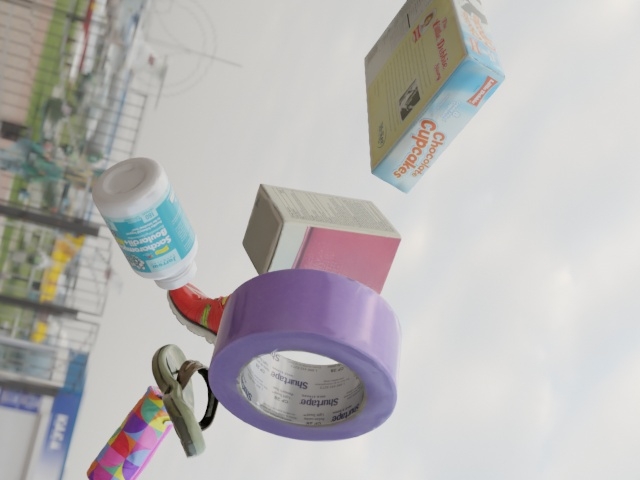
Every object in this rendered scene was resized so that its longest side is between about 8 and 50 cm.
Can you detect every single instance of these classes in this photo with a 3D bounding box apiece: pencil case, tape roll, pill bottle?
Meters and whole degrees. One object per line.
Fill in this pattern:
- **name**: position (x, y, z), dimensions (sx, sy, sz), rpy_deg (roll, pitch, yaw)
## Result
- **pencil case**: position (-0.367, 0.403, 1.886), dimensions (0.236, 0.104, 0.104), rpy_deg (-53, -164, -1)
- **tape roll**: position (-0.013, 0.119, 0.946), dimensions (0.189, 0.189, 0.080), rpy_deg (120, -16, -46)
- **pill bottle**: position (-0.331, -0.024, 1.841), dimensions (0.146, 0.146, 0.264), rpy_deg (-92, 166, -47)

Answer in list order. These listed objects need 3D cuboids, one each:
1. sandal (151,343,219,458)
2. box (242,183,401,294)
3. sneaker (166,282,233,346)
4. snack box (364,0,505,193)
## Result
- **sandal**: position (-0.197, 0.245, 1.463), dimensions (0.120, 0.086, 0.303), rpy_deg (66, -8, -20)
- **box**: position (0.000, 0.000, 1.654), dimensions (0.148, 0.232, 0.126), rpy_deg (56, -47, 55)
- **sneaker**: position (-0.216, 0.155, 2.030), dimensions (0.107, 0.279, 0.118), rpy_deg (-16, 135, -53)
- **snack box**: position (0.133, -0.221, 1.192), dimensions (0.187, 0.060, 0.322), rpy_deg (-51, -159, 30)
